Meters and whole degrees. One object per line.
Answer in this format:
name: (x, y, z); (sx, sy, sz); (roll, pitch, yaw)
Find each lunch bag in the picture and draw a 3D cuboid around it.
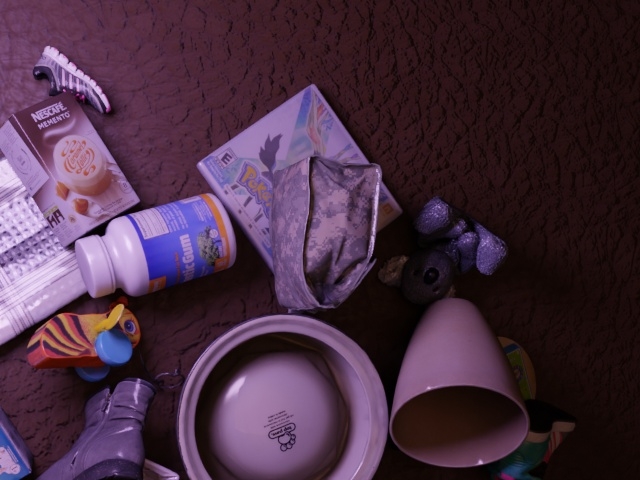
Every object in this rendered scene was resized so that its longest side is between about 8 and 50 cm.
lunch bag: (0.000, 0.000, 1.828); (0.169, 0.235, 0.287); (7, 84, -18)

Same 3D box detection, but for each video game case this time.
video game case: (-0.037, -0.104, 1.967); (0.300, 0.036, 0.329); (-37, 95, -16)

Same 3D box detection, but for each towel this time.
towel: (-0.606, 0.023, 1.784); (0.324, 0.056, 0.312); (-31, 94, -15)

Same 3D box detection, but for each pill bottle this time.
pill bottle: (-0.308, 0.017, 1.804); (0.272, 0.152, 0.152); (-18, 90, -24)

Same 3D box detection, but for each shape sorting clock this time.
shape sorting clock: (0.372, 0.305, 2.038); (0.206, 0.040, 0.206); (1, 88, -31)

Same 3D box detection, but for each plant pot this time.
plant pot: (0.259, 0.253, 1.872); (0.256, 0.256, 0.274); (18, 41, -14)

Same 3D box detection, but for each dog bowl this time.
dog bowl: (-0.084, 0.343, 1.857); (0.408, 0.150, 0.408); (2, 85, -17)

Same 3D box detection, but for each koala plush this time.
koala plush: (0.244, 0.042, 1.983); (0.196, 0.203, 0.221); (33, 98, -2)

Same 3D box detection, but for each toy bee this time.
toy bee: (-0.406, 0.179, 1.793); (0.195, 0.298, 0.162); (-22, 60, 16)

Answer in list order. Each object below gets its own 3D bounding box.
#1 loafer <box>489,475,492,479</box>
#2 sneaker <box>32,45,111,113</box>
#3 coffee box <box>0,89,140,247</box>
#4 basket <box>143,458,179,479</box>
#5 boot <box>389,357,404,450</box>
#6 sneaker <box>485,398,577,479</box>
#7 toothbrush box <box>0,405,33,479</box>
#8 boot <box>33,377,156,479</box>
loafer: (0.384, 0.499, 2.028); (0.050, 0.056, 0.148); (-27, 83, -16)
sneaker: (-0.478, -0.290, 1.845); (0.170, 0.063, 0.075); (41, 76, -4)
coffee box: (-0.470, -0.133, 1.791); (0.141, 0.098, 0.246); (-37, 97, -44)
basket: (-0.351, 0.483, 1.793); (0.113, 0.103, 0.167); (29, 79, -12)
boot: (0.225, 0.344, 1.987); (0.137, 0.077, 0.198); (16, 82, -19)
sneaker: (0.429, 0.434, 1.973); (0.124, 0.295, 0.178); (26, 101, 30)
toothbrush box: (-0.653, 0.419, 1.654); (0.295, 0.216, 0.126); (-34, 94, -15)
boot: (-0.433, 0.394, 1.760); (0.118, 0.338, 0.222); (49, 28, -38)
